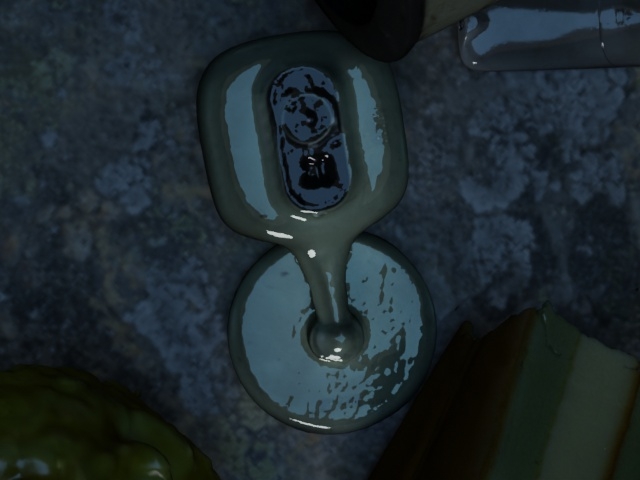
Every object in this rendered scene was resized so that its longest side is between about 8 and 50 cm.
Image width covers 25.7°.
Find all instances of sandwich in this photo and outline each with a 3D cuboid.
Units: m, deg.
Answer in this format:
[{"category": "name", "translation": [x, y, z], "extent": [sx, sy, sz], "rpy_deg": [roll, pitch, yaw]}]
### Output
[{"category": "sandwich", "translation": [0.134, 0.172, 1.028], "extent": [0.155, 0.227, 0.198], "rpy_deg": [32, 55, -12]}]

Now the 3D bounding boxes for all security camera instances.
[{"category": "security camera", "translation": [0.000, 0.000, 1.017], "extent": [0.157, 0.080, 0.301], "rpy_deg": [-11, 99, -7]}]

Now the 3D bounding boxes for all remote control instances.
[{"category": "remote control", "translation": [0.216, -0.164, 1.042], "extent": [0.229, 0.044, 0.073], "rpy_deg": [-2, 98, -7]}]

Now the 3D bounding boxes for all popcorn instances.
[{"category": "popcorn", "translation": [-0.174, 0.227, 0.922], "extent": [0.282, 0.282, 0.247], "rpy_deg": [-30, 59, -4]}]

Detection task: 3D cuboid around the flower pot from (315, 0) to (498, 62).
[{"category": "flower pot", "translation": [0.118, -0.316, 0.906], "extent": [0.330, 0.293, 0.293], "rpy_deg": [-28, 98, -11]}]
